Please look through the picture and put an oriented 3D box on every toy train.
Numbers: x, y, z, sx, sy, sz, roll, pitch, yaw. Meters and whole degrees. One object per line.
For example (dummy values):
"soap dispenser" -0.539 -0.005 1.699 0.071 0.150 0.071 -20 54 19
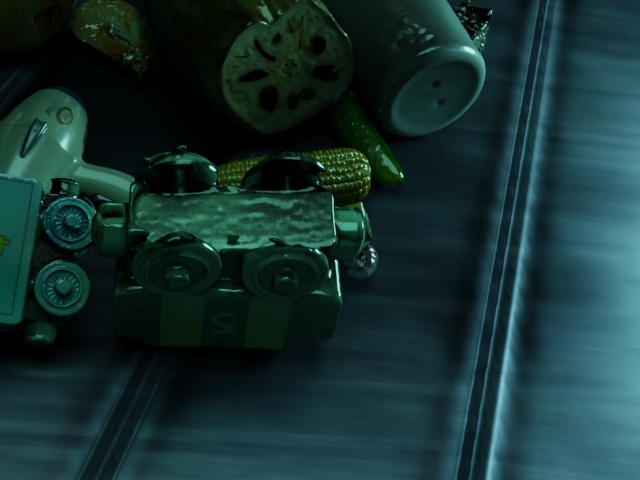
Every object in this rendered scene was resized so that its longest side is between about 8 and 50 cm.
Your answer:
"toy train" -0.336 0.017 1.161 0.154 0.107 0.198 10 76 -19
"toy train" -0.104 0.022 1.151 0.298 0.238 0.167 3 51 -7

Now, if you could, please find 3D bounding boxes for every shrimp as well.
"shrimp" -0.317 -0.311 1.587 0.115 0.051 0.217 -19 52 -20
"shrimp" 0.000 0.000 1.328 0.165 0.057 0.065 19 54 15

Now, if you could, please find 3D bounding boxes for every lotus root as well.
"lotus root" -0.126 -0.330 1.514 0.250 0.251 0.346 -16 50 -26

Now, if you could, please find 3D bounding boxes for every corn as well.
"corn" -0.042 -0.078 1.386 0.231 0.080 0.080 -8 47 -16

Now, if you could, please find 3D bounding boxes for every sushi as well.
"sushi" 0.226 -0.338 1.690 0.084 0.098 0.094 32 52 24

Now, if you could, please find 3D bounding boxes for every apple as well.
"apple" -0.475 -0.391 1.537 0.211 0.188 0.211 7 47 -8

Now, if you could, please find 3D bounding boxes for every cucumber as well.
"cucumber" 0.052 -0.163 1.509 0.056 0.056 0.250 -12 50 -22

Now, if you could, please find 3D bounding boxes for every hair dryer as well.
"hair dryer" -0.328 -0.033 1.279 0.298 0.119 0.296 38 55 8

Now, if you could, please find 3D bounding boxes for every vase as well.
"vase" 0.107 -0.312 1.569 0.245 0.245 0.291 -12 57 -23

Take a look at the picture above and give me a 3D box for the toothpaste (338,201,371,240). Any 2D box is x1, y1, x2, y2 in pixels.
"toothpaste" -0.026 -0.005 1.278 0.178 0.043 0.037 -13 68 11
